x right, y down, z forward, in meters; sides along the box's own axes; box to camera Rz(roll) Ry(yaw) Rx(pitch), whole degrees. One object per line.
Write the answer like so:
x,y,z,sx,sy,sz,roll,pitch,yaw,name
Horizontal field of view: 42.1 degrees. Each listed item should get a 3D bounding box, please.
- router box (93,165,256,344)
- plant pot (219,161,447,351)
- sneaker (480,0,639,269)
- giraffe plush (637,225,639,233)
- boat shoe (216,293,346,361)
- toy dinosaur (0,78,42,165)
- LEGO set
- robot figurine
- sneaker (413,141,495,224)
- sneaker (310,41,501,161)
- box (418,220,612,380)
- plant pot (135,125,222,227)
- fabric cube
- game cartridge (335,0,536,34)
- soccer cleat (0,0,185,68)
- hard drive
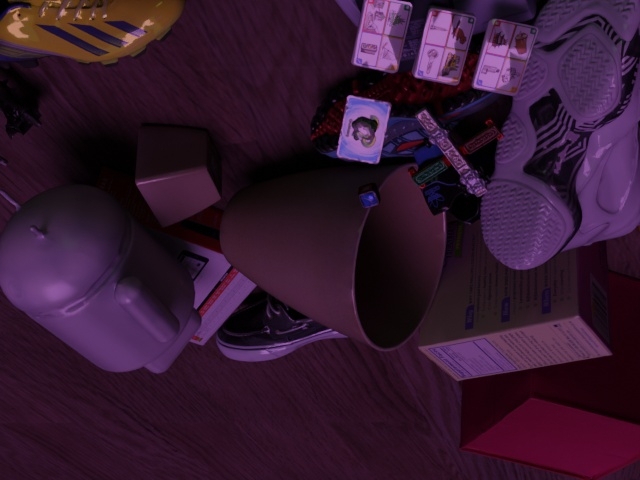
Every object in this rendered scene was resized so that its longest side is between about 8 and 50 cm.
-0.278,0.042,1.425,0.301,0.082,0.335,22,145,-17,router box
0.000,0.000,1.181,0.274,0.256,0.256,11,151,32,plant pot
0.326,-0.138,0.958,0.210,0.137,0.366,-7,126,-31,sneaker
0.475,-0.012,1.075,0.210,0.170,0.181,11,146,-2,giraffe plush
-0.046,0.120,1.476,0.335,0.121,0.119,-16,132,16,boat shoe
-0.493,-0.181,1.069,0.218,0.164,0.322,47,169,-27,toy dinosaur
0.116,-0.141,0.920,0.182,0.060,0.244,10,121,-1,LEGO set
-0.321,0.056,1.204,0.300,0.200,0.353,19,157,40,robot figurine
0.213,-0.064,1.079,0.232,0.090,0.081,5,159,-38,sneaker
0.119,-0.165,1.032,0.262,0.104,0.125,-15,158,36,sneaker
0.281,0.069,1.205,0.243,0.213,0.117,-17,138,34,box
-0.196,-0.099,1.186,0.096,0.109,0.109,-11,143,6,plant pot
0.393,0.211,1.351,0.254,0.258,0.259,15,146,-10,fabric cube
0.084,-0.313,0.838,0.196,0.060,0.294,-6,143,29,game cartridge
-0.298,-0.267,0.960,0.289,0.093,0.121,-2,147,19,soccer cleat
0.094,-0.237,0.880,0.094,0.022,0.135,-5,144,22,hard drive
